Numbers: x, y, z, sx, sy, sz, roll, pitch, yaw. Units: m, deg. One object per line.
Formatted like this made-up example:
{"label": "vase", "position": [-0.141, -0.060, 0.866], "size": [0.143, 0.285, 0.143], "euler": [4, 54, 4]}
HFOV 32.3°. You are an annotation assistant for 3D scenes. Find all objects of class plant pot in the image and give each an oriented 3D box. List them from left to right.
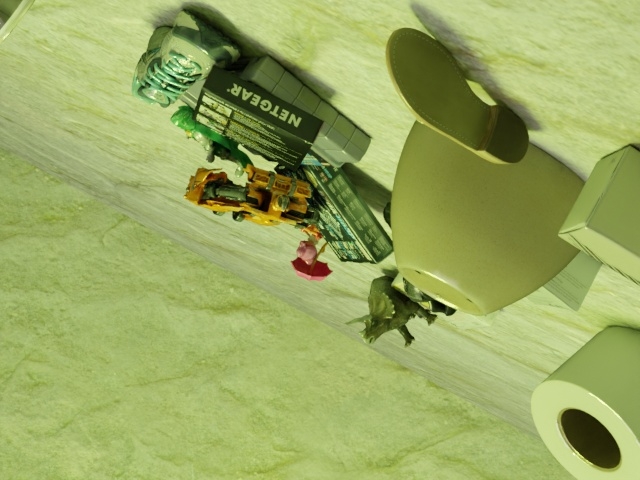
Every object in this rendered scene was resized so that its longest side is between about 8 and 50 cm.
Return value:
{"label": "plant pot", "position": [0.204, -0.013, 1.477], "size": [0.284, 0.191, 0.284], "euler": [30, 170, 6]}

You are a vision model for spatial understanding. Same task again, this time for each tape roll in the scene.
{"label": "tape roll", "position": [0.504, 0.291, 1.873], "size": [0.246, 0.169, 0.246], "euler": [38, 149, 28]}

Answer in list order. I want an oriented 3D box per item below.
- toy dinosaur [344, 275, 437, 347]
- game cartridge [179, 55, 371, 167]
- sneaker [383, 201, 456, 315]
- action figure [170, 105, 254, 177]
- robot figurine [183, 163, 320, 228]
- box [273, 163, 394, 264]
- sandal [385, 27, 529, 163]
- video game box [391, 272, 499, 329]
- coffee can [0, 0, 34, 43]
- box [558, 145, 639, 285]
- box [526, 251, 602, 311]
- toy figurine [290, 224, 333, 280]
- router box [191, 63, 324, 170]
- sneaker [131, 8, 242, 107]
{"label": "toy dinosaur", "position": [0.164, 0.134, 2.451], "size": [0.160, 0.121, 0.313], "euler": [42, -157, -13]}
{"label": "game cartridge", "position": [-0.095, -0.202, 1.766], "size": [0.230, 0.068, 0.355], "euler": [41, 166, -27]}
{"label": "sneaker", "position": [0.188, 0.043, 1.939], "size": [0.107, 0.124, 0.283], "euler": [18, 164, 45]}
{"label": "action figure", "position": [-0.199, -0.183, 1.971], "size": [0.137, 0.063, 0.232], "euler": [49, -174, 29]}
{"label": "robot figurine", "position": [-0.121, -0.078, 1.924], "size": [0.211, 0.085, 0.291], "euler": [16, 174, -27]}
{"label": "box", "position": [0.023, -0.058, 1.930], "size": [0.220, 0.051, 0.175], "euler": [54, 164, -12]}
{"label": "sandal", "position": [0.136, -0.156, 1.280], "size": [0.240, 0.088, 0.079], "euler": [31, 164, -33]}
{"label": "video game box", "position": [0.256, 0.119, 2.306], "size": [0.187, 0.048, 0.205], "euler": [30, 169, -6]}
{"label": "coffee can", "position": [-0.517, -0.418, 1.515], "size": [0.275, 0.201, 0.201], "euler": [35, 168, -25]}
{"label": "box", "position": [0.419, 0.015, 1.249], "size": [0.275, 0.113, 0.094], "euler": [32, 170, -3]}
{"label": "box", "position": [0.336, 0.041, 1.638], "size": [0.102, 0.087, 0.101], "euler": [35, 168, -25]}
{"label": "toy figurine", "position": [0.000, 0.000, 2.147], "size": [0.130, 0.159, 0.173], "euler": [23, 166, 32]}
{"label": "router box", "position": [-0.094, -0.176, 1.616], "size": [0.179, 0.046, 0.133], "euler": [27, 162, -6]}
{"label": "sneaker", "position": [-0.209, -0.254, 1.649], "size": [0.110, 0.122, 0.283], "euler": [34, 168, -18]}
